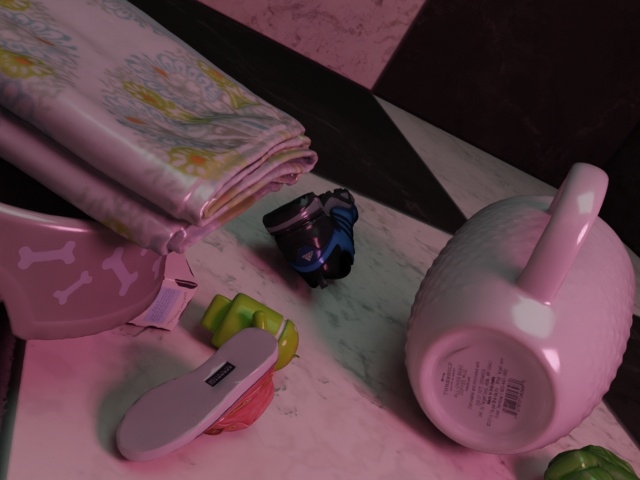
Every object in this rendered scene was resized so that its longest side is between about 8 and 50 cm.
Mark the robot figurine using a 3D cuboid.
[{"bbox_3d":[-0.075,0.103,0.879,0.115,0.067,0.101,30,-9,-4],"label":"robot figurine"}]

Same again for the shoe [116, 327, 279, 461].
[{"bbox_3d":[-0.106,0.158,0.727,0.063,0.081,0.178,30,47,29],"label":"shoe"}]

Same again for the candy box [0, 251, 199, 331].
[{"bbox_3d":[-0.249,0.007,0.844,0.196,0.070,0.165,15,26,-36],"label":"candy box"}]

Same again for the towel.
[{"bbox_3d":[-0.201,-0.145,0.744,0.375,0.090,0.320,32,22,6],"label":"towel"}]

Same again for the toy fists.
[{"bbox_3d":[0.392,0.356,0.939,0.279,0.096,0.142,43,24,21],"label":"toy fists"}]

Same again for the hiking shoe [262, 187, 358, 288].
[{"bbox_3d":[0.000,0.000,1.207,0.132,0.113,0.304,65,18,1],"label":"hiking shoe"}]

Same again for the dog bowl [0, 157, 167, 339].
[{"bbox_3d":[-0.287,-0.062,0.713,0.349,0.102,0.348,25,24,-12],"label":"dog bowl"}]

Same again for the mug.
[{"bbox_3d":[0.264,0.075,1.001,0.276,0.374,0.328,27,29,15],"label":"mug"}]
